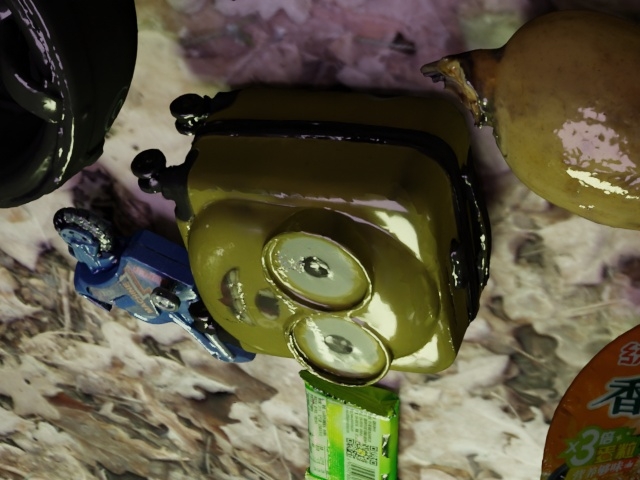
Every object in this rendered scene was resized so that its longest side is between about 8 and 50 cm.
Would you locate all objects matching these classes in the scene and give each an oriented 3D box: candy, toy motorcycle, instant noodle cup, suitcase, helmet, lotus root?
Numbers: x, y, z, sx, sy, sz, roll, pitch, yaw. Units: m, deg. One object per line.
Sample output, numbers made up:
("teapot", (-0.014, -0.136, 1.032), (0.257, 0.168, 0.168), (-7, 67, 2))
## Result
("candy", (0.029, 0.187, 1.114), (0.102, 0.032, 0.178), (16, 139, 18))
("toy motorcycle", (-0.139, 0.038, 1.026), (0.205, 0.076, 0.114), (26, 148, -1))
("instant noodle cup", (0.296, 0.186, 0.846), (0.230, 0.230, 0.182), (-12, 135, 36))
("suitcase", (0.000, 0.000, 0.855), (0.235, 0.143, 0.193), (6, 134, 22))
("helmet", (-0.231, -0.167, 0.798), (0.279, 0.160, 0.230), (52, 135, -5))
("lotus root", (0.165, -0.074, 0.719), (0.221, 0.118, 0.125), (20, 121, 4))
